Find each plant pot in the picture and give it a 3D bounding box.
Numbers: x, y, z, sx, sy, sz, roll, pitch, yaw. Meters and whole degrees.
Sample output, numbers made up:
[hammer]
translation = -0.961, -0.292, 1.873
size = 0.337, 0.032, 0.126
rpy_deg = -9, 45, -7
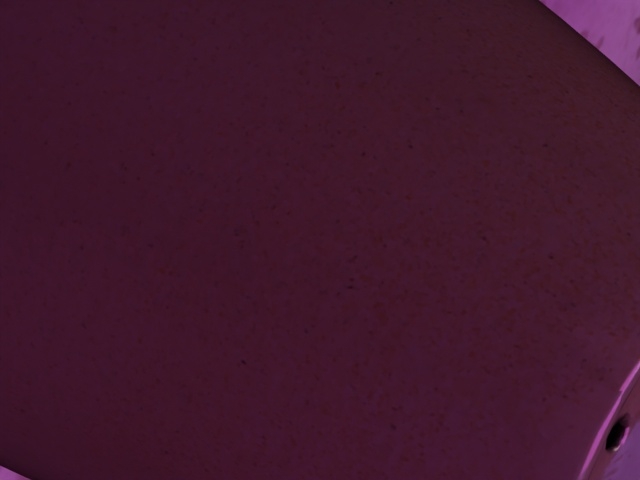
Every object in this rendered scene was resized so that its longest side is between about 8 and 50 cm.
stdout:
[plant pot]
translation = 0.000, 0.000, 0.477
size = 0.256, 0.274, 0.256
rpy_deg = -31, 135, -37
